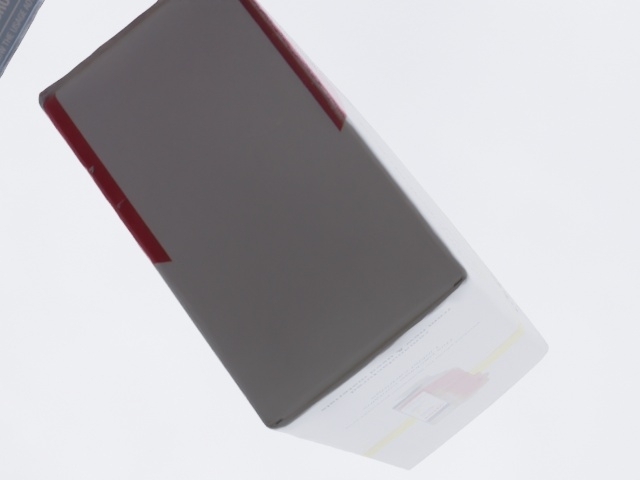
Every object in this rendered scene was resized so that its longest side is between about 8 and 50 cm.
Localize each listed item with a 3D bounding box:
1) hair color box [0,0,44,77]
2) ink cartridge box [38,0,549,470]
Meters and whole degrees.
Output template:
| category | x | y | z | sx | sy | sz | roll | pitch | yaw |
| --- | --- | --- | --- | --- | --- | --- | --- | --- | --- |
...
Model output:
| category | x | y | z | sx | sy | sz | roll | pitch | yaw |
| --- | --- | --- | --- | --- | --- | --- | --- | --- | --- |
| hair color box | -0.269 | -0.102 | 0.929 | 0.185 | 0.113 | 0.374 | -62 | -155 | -7 |
| ink cartridge box | 0.000 | 0.000 | 1.291 | 0.160 | 0.384 | 0.279 | -39 | -107 | 4 |
